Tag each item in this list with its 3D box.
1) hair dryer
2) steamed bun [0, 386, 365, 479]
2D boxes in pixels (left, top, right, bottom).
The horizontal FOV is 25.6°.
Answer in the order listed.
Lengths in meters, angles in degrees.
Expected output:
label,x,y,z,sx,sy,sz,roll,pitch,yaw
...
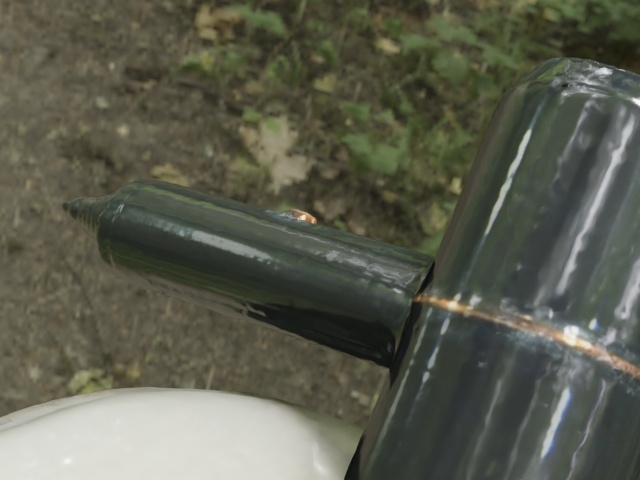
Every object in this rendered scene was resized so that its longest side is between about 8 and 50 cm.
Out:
label,x,y,z,sx,sy,sz,roll,pitch,yaw
hair dryer,0.000,0.000,0.624,0.352,0.189,0.107,17,-9,41
steamed bun,-0.060,0.248,0.580,0.374,0.241,0.374,17,38,-14
